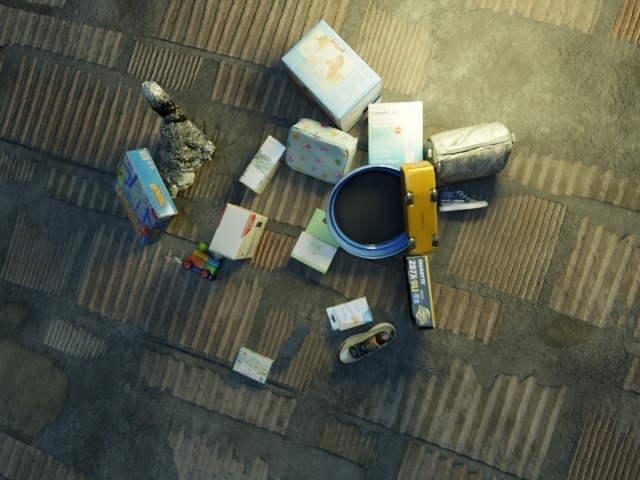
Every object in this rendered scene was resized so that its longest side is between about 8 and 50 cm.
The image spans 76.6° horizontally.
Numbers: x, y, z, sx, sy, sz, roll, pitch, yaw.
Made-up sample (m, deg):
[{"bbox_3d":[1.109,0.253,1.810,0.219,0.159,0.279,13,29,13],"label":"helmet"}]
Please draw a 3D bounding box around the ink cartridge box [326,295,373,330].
[{"bbox_3d":[0.119,0.312,1.702,0.182,0.061,0.104,-19,86,7],"label":"ink cartridge box"}]

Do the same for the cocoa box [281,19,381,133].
[{"bbox_3d":[0.052,-0.653,1.654,0.231,0.228,0.347,-43,84,5],"label":"cocoa box"}]

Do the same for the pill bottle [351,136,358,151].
[{"bbox_3d":[0.084,-0.409,1.719,0.137,0.078,0.078,14,90,9],"label":"pill bottle"}]

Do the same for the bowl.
[{"bbox_3d":[0.217,-0.116,1.621,0.392,0.077,0.390,0,114,0],"label":"bowl"}]

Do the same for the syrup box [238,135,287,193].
[{"bbox_3d":[-0.240,-0.324,1.753,0.093,0.096,0.236,36,93,6],"label":"syrup box"}]

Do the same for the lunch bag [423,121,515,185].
[{"bbox_3d":[0.554,-0.338,1.562,0.306,0.256,0.212,-11,87,8],"label":"lunch bag"}]

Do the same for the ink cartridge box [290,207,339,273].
[{"bbox_3d":[0.000,0.000,1.733,0.171,0.056,0.235,27,94,8],"label":"ink cartridge box"}]

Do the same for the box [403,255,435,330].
[{"bbox_3d":[0.370,0.185,1.540,0.080,0.322,0.256,-5,87,9],"label":"box"}]

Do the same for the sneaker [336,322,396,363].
[{"bbox_3d":[0.184,0.427,1.668,0.272,0.108,0.100,-31,86,7],"label":"sneaker"}]

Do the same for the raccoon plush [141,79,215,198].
[{"bbox_3d":[-0.658,-0.391,1.679,0.299,0.446,0.216,-49,40,-9],"label":"raccoon plush"}]

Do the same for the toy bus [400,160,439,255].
[{"bbox_3d":[0.366,-0.116,1.508,0.108,0.130,0.332,-8,113,3],"label":"toy bus"}]

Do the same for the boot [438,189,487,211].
[{"bbox_3d":[0.577,-0.168,1.647,0.190,0.069,0.085,-5,91,10],"label":"boot"}]

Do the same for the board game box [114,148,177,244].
[{"bbox_3d":[-0.756,-0.180,1.736,0.302,0.086,0.308,-34,82,48],"label":"board game box"}]

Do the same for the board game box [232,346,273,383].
[{"bbox_3d":[-0.294,0.545,1.771,0.154,0.026,0.103,22,91,8],"label":"board game box"}]

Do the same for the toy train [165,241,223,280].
[{"bbox_3d":[-0.550,0.067,1.788,0.248,0.105,0.143,27,82,8],"label":"toy train"}]

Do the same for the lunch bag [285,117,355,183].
[{"bbox_3d":[-0.007,-0.363,1.672,0.279,0.224,0.107,24,49,10],"label":"lunch bag"}]

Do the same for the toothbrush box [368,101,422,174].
[{"bbox_3d":[0.306,-0.403,1.665,0.217,0.126,0.295,1,87,8],"label":"toothbrush box"}]

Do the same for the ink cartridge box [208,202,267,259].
[{"bbox_3d":[-0.330,-0.032,1.670,0.114,0.273,0.196,23,92,4],"label":"ink cartridge box"}]

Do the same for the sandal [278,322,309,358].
[{"bbox_3d":[-0.112,0.436,1.747,0.067,0.040,0.179,37,79,2],"label":"sandal"}]
